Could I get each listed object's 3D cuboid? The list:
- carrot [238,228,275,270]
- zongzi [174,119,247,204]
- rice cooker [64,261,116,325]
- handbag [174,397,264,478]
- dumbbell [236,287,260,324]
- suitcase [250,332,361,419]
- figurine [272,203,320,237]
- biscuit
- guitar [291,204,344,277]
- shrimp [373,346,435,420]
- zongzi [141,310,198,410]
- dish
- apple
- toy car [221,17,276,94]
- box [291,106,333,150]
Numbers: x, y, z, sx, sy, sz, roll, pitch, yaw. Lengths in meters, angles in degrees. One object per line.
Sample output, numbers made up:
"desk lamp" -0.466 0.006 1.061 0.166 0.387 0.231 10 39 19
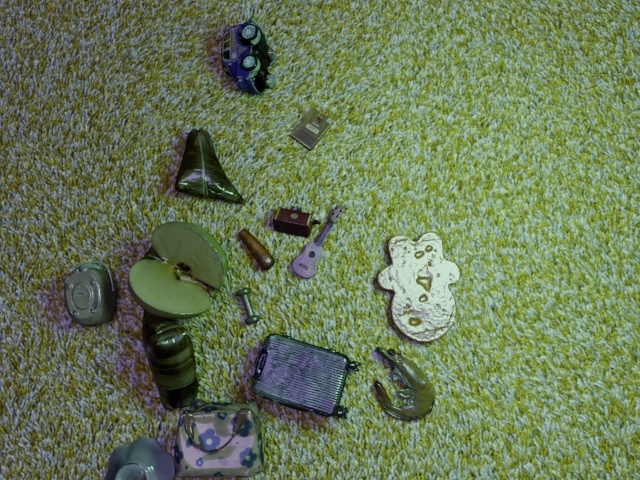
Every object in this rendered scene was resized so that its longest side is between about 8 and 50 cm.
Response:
"carrot" -0.210 0.029 1.659 0.055 0.055 0.161 -39 73 -6
"zongzi" -0.349 -0.254 1.703 0.241 0.111 0.248 12 72 -14
"rice cooker" -0.733 0.171 1.601 0.145 0.127 0.206 -9 87 -2
"handbag" -0.291 0.571 1.473 0.251 0.190 0.193 0 90 -1
"dumbbell" -0.233 0.211 1.623 0.052 0.046 0.118 -20 79 2
"suitcase" -0.048 0.412 1.536 0.312 0.128 0.202 15 79 4
"figurine" -0.074 -0.072 1.669 0.154 0.082 0.098 10 60 3
"biscuit" 0.321 0.146 1.622 0.275 0.052 0.355 -9 80 0
"guitar" 0.000 0.000 1.663 0.084 0.038 0.271 31 83 6
"shrimp" 0.242 0.450 1.565 0.253 0.058 0.173 42 91 7
"zongzi" -0.489 0.356 1.580 0.134 0.288 0.286 -15 115 -33
"dish" -0.555 0.716 1.510 0.229 0.081 0.229 0 79 1
"apple" -0.430 0.098 1.556 0.258 0.233 0.295 30 79 -9
"toy car" -0.256 -0.623 1.741 0.158 0.172 0.235 -2 81 17
"box" -0.028 -0.388 1.751 0.090 0.023 0.133 36 81 6
